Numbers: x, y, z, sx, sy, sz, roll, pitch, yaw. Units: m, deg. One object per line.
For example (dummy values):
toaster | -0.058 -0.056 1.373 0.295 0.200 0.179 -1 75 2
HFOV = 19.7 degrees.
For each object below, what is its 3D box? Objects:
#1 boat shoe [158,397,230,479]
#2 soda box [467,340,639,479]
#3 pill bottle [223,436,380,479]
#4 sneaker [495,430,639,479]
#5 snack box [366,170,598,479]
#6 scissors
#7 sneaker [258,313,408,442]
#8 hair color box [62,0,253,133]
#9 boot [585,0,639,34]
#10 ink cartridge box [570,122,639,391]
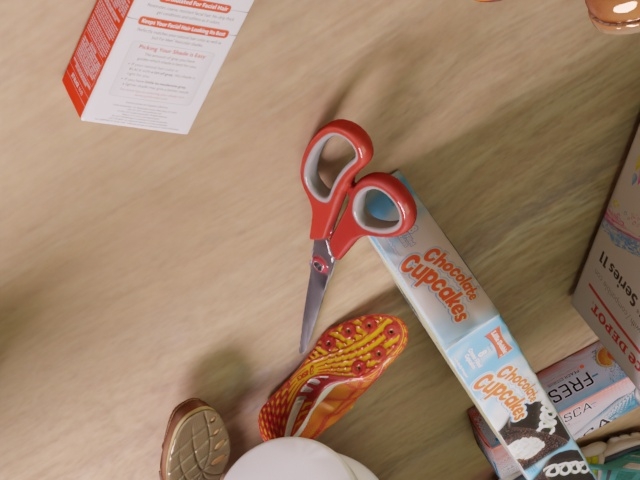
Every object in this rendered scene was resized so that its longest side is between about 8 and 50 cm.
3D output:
boat shoe | -0.122 0.200 1.671 0.064 0.060 0.178 -24 143 -21
soda box | 0.244 0.167 1.873 0.183 0.058 0.063 -27 140 -5
pill bottle | 0.003 0.289 1.730 0.162 0.162 0.278 -32 152 0
sneaker | 0.277 0.284 1.973 0.275 0.110 0.107 -16 138 -17
snack box | 0.140 0.097 1.635 0.060 0.187 0.322 -34 140 1
scissors | 0.000 0.000 1.567 0.021 0.109 0.297 -42 173 -33
sneaker | 0.015 0.126 1.697 0.175 0.064 0.067 -41 155 21
hair color box | -0.109 -0.160 1.320 0.093 0.053 0.167 6 129 -35
boot | 0.264 -0.291 1.389 0.283 0.109 0.220 -32 132 32
ink cartridge box | 0.353 0.040 1.696 0.119 0.207 0.353 -10 135 -26
